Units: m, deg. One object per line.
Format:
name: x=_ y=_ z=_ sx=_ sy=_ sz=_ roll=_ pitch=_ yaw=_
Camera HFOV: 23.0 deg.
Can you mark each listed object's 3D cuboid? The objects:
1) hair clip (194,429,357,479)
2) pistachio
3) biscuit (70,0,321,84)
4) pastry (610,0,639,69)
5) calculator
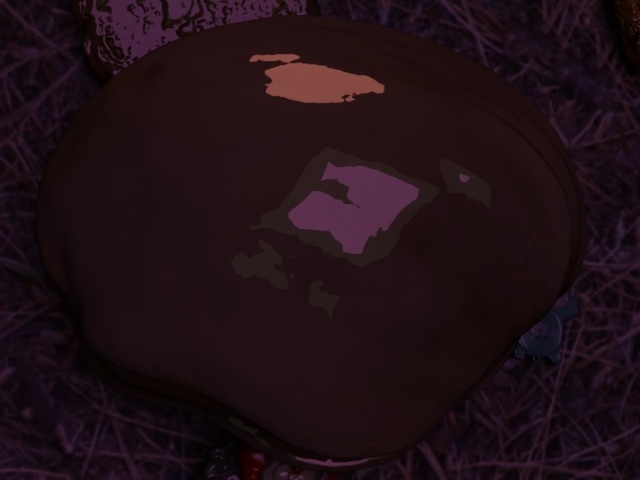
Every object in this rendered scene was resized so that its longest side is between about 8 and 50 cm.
hair clip: x=-0.078 y=0.277 z=1.267 sx=0.138 sy=0.091 sz=0.321 roll=33 pitch=70 yaw=-9
pistachio: x=0.000 y=0.000 z=1.255 sx=0.445 sy=0.281 sz=0.365 roll=-3 pitch=79 yaw=-8
biscuit: x=-0.106 y=-0.196 z=1.361 sx=0.225 sy=0.042 sz=0.226 roll=1 pitch=87 yaw=-18
pastry: x=0.315 y=-0.226 z=1.519 sx=0.080 sy=0.056 sz=0.140 roll=-2 pitch=75 yaw=-28
calculator: x=0.198 y=0.043 z=1.447 sx=0.094 sy=0.019 sz=0.141 roll=5 pitch=79 yaw=-22
